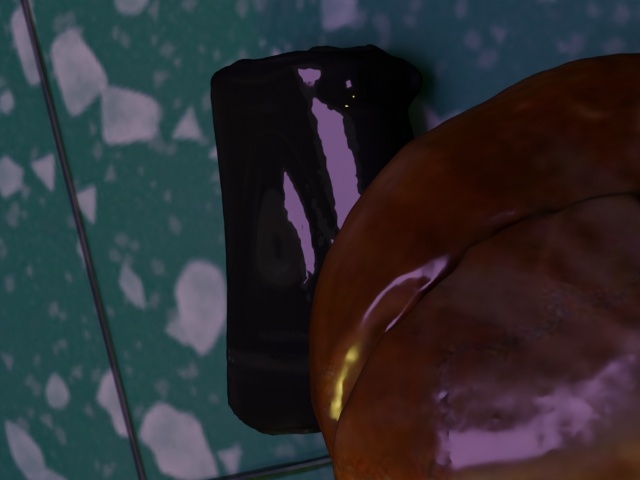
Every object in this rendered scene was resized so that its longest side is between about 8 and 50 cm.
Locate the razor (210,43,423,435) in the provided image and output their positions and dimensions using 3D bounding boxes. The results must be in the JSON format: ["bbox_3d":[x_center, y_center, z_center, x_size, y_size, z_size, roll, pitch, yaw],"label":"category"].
[{"bbox_3d":[0.000,0.000,0.608,0.090,0.054,0.148,-2,93,39],"label":"razor"}]

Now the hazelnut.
[{"bbox_3d":[0.086,0.040,0.477,0.182,0.182,0.182,5,99,38],"label":"hazelnut"}]
